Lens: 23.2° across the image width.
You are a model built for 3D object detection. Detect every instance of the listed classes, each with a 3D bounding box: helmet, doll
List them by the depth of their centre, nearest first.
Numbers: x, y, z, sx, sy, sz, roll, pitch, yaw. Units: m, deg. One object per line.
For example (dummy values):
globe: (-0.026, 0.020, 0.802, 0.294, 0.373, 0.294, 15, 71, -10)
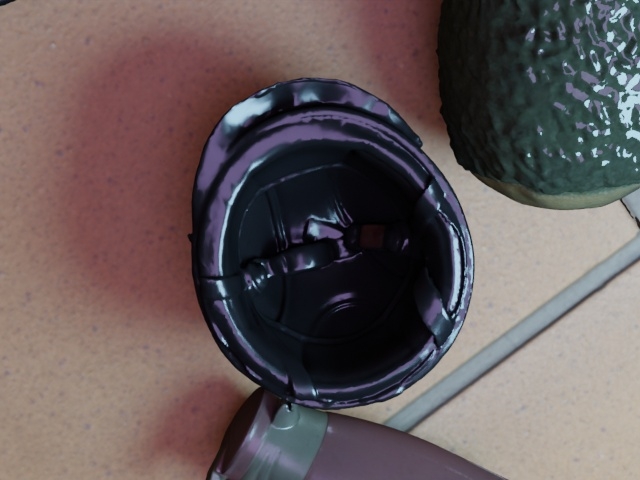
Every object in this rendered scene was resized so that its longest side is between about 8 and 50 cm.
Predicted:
doll: (0.209, -0.202, 1.291, 0.247, 0.247, 0.350, -15, 113, -7)
helmet: (0.000, 0.000, 1.336, 0.230, 0.160, 0.279, -22, 96, -3)

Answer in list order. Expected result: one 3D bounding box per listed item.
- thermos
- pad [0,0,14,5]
thermos: (0.028, 0.238, 1.428, 0.265, 0.146, 0.176, 27, 124, -9)
pad: (-0.229, -0.331, 1.254, 0.367, 0.007, 0.248, -21, 107, -5)
